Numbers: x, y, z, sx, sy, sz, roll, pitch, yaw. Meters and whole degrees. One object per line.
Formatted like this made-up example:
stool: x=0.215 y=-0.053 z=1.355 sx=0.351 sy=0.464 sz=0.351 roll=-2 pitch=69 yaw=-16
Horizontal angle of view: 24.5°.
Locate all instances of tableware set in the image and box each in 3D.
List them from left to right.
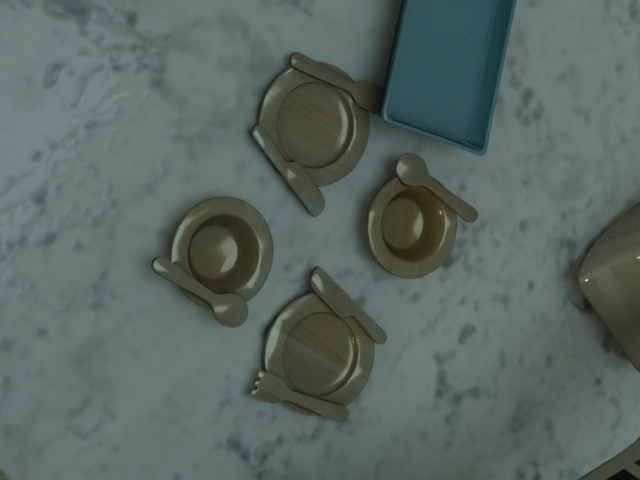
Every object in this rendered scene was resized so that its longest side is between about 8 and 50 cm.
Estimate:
tableware set: x=0.000 y=0.000 z=0.743 sx=0.141 sy=0.020 sz=0.169 roll=40 pitch=76 yaw=-25

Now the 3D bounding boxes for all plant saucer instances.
plant saucer: x=0.074 y=-0.144 z=0.766 sx=0.067 sy=0.018 sz=0.192 roll=17 pitch=82 yaw=-29

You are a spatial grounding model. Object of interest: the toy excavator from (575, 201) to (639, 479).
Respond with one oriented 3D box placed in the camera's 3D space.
toy excavator: x=0.105 y=0.178 z=0.680 sx=0.445 sy=0.433 sz=0.222 roll=-33 pitch=111 yaw=7
